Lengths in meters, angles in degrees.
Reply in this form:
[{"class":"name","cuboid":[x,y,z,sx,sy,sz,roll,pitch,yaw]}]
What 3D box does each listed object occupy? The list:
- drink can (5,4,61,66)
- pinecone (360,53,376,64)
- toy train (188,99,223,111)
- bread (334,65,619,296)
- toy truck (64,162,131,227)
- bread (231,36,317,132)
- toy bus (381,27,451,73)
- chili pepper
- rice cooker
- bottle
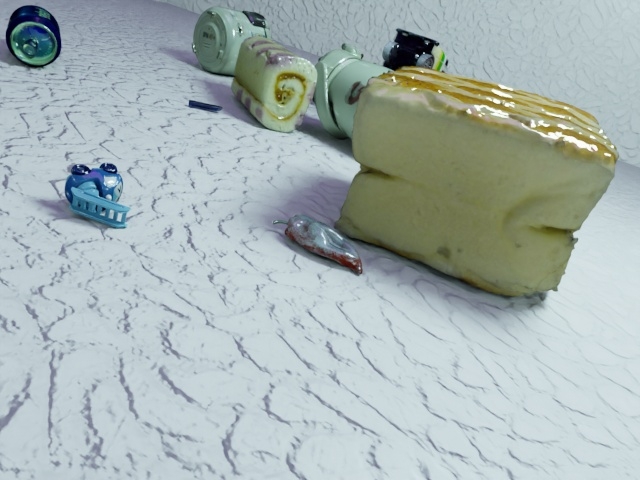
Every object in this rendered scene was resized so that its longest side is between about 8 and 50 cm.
[{"class":"drink can","cuboid":[-0.677,-0.485,1.318,0.118,0.118,0.205,4,26,-29]},{"class":"pinecone","cuboid":[0.119,-0.515,1.846,0.201,0.202,0.229,22,1,33]},{"class":"toy train","cuboid":[-0.283,-0.330,1.373,0.083,0.017,0.017,8,27,-19]},{"class":"bread","cuboid":[0.256,-0.119,0.945,0.390,0.279,0.371,22,25,10]},{"class":"toy truck","cuboid":[-0.280,-0.053,0.709,0.073,0.056,0.090,-10,48,-40]},{"class":"bread","cuboid":[-0.130,-0.426,1.491,0.155,0.187,0.338,7,24,-26]},{"class":"toy bus","cuboid":[0.238,-0.419,1.595,0.143,0.305,0.179,32,14,31]},{"class":"chili pepper","cuboid":[0.000,-0.001,0.799,0.153,0.041,0.050,29,67,24]},{"class":"rice cooker","cuboid":[-0.292,-0.672,1.884,0.244,0.226,0.226,-9,34,-46]},{"class":"bottle","cuboid":[0.099,-0.362,1.446,0.352,0.229,0.229,40,31,29]}]
